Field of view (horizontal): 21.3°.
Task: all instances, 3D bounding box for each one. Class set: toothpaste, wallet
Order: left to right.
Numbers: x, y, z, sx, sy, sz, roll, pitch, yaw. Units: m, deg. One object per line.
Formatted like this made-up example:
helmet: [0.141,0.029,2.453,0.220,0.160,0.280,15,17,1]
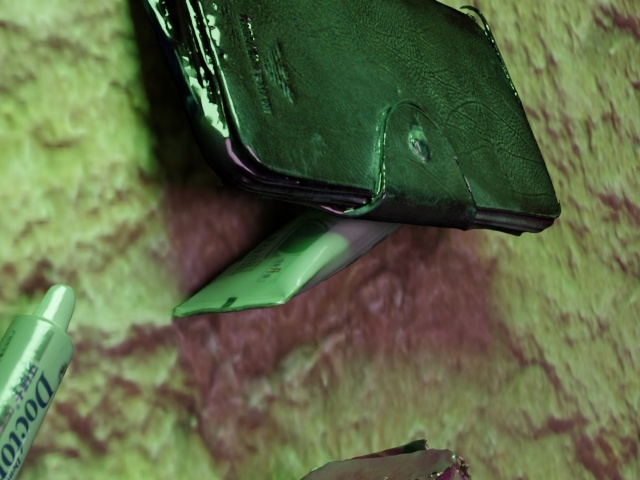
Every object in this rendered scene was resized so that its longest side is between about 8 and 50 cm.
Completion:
toothpaste: [-0.141,0.097,0.687,0.048,0.029,0.197,52,45,-35]
toothpaste: [0.000,0.000,0.905,0.218,0.064,0.041,-35,115,-58]
wallet: [0.025,-0.087,0.937,0.318,0.045,0.172,9,55,-54]

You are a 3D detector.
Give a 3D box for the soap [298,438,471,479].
soap: [0.027,0.232,0.803,0.182,0.112,0.289,44,40,-49]
